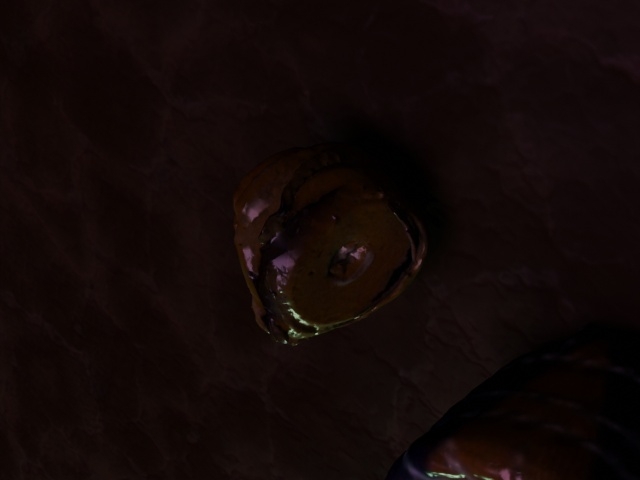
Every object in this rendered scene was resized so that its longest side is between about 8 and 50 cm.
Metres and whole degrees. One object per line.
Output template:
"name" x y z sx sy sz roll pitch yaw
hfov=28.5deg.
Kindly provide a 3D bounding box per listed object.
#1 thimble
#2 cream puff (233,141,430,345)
"thimble" 0.151 0.180 0.731 0.237 0.150 0.237 29 137 32
"cream puff" 0.000 0.000 0.801 0.104 0.119 0.133 53 136 42
